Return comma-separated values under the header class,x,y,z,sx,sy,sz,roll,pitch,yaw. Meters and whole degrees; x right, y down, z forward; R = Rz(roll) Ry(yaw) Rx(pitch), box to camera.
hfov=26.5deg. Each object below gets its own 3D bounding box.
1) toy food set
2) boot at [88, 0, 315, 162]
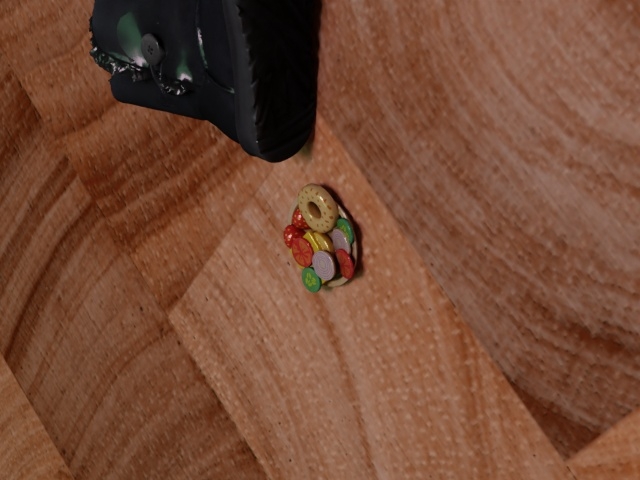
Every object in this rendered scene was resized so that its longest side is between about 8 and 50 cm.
class,x,y,z,sx,sy,sz,roll,pitch,yaw
toy food set,0.000,0.000,1.098,0.082,0.020,0.083,59,139,12
boot,-0.101,-0.196,1.068,0.207,0.094,0.246,26,130,35
